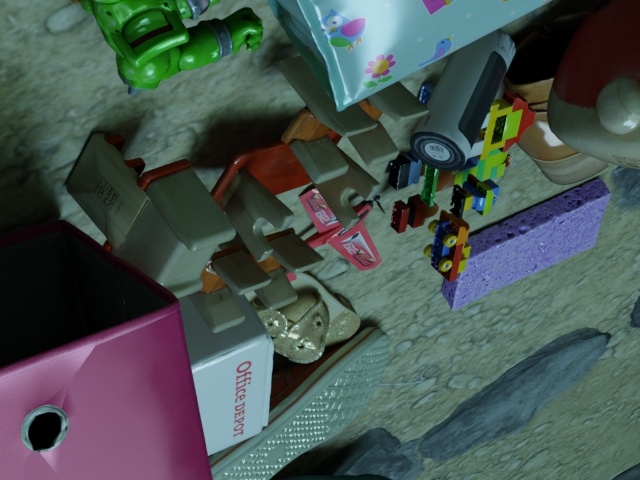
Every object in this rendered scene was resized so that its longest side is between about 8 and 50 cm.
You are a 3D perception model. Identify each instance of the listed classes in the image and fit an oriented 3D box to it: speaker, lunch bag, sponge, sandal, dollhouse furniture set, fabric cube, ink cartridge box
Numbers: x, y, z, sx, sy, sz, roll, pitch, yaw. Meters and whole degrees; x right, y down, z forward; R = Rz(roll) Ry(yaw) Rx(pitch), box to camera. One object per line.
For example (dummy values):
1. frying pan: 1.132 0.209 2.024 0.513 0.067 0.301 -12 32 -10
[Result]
1. speaker: 0.128 -0.131 1.419 0.055 0.055 0.136 92 22 -58
2. lunch bag: 0.051 -0.253 1.103 0.223 0.160 0.262 -27 141 -4
3. sponge: 0.244 0.005 1.866 0.210 0.031 0.117 -23 152 -18
4. sandal: -0.012 0.094 1.688 0.088 0.079 0.240 -41 152 15
5. dollhouse furniture set: -0.075 -0.050 1.375 0.259 0.135 0.262 -20 153 -47
6. fabric cube: -0.249 0.166 1.254 0.254 0.259 0.258 -19 113 -24
7. ink cartridge box: -0.200 0.156 1.548 0.283 0.117 0.207 -23 151 -18

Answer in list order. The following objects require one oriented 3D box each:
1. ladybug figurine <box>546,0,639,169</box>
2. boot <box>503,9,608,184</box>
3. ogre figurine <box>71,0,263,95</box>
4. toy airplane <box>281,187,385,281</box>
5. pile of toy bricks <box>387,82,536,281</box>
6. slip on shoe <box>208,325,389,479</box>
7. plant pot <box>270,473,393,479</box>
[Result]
1. ladybug figurine: 0.366 -0.160 1.355 0.449 0.305 0.161 -17 107 -51
2. boot: 0.309 -0.184 1.570 0.283 0.109 0.220 -28 150 7
3. ogre figurine: -0.110 -0.181 1.116 0.118 0.097 0.197 -39 166 -14
4. toy airplane: 0.000 0.000 1.595 0.151 0.028 0.151 -17 134 -18
5. pile of toy bricks: 0.147 -0.075 1.551 0.105 0.118 0.212 -19 136 -30
6. slip on shoe: -0.049 0.191 1.801 0.331 0.101 0.123 -34 144 -27
7. plant pot: -0.040 0.423 2.034 0.255 0.271 0.271 15 129 -36
